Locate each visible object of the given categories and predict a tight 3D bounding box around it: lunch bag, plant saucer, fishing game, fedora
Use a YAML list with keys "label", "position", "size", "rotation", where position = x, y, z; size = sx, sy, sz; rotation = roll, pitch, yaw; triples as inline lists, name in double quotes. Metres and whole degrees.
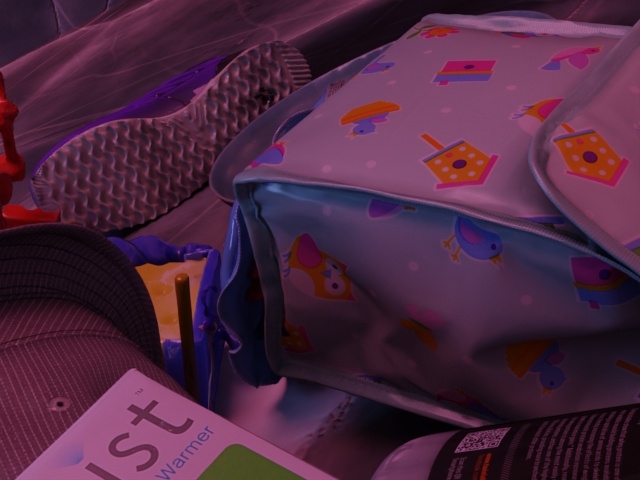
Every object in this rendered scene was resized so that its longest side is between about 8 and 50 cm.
- label: "lunch bag"
  position: [0.125, -0.015, 0.600]
  size: [0.262, 0.160, 0.223]
  rotation: [9, 35, 32]
- label: "plant saucer"
  position: [0.057, -0.101, 1.003]
  size: [0.317, 0.044, 0.317]
  rotation: [-23, 21, 10]
- label: "fishing game"
  position: [0.000, 0.000, 0.701]
  size: [0.041, 0.189, 0.264]
  rotation: [19, 37, 22]
- label: "fedora"
  position: [-0.117, 0.127, 0.499]
  size: [0.124, 0.244, 0.275]
  rotation: [19, 25, 32]

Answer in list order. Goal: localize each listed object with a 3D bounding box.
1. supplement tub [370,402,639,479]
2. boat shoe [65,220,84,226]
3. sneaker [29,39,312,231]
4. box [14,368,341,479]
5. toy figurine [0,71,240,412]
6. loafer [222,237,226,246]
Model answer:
- label: "supplement tub"
  position: [0.116, 0.109, 0.384]
  size: [0.190, 0.117, 0.117]
  rotation: [-15, 25, 30]
- label: "boat shoe"
  position: [-0.269, 0.040, 1.049]
  size: [0.059, 0.063, 0.170]
  rotation: [-14, 16, 36]
- label: "sneaker"
  position: [-0.155, -0.101, 1.187]
  size: [0.293, 0.102, 0.146]
  rotation: [-29, 18, -18]
- label: "box"
  position: [-0.032, 0.191, 0.253]
  size: [0.231, 0.127, 0.262]
  rotation: [25, 49, 26]
- label: "toy figurine"
  position: [-0.129, 0.046, 0.719]
  size: [0.217, 0.191, 0.362]
  rotation: [5, 29, -2]
- label: "loafer"
  position: [-0.023, -0.003, 0.872]
  size: [0.148, 0.050, 0.056]
  rotation: [1, 35, 49]
